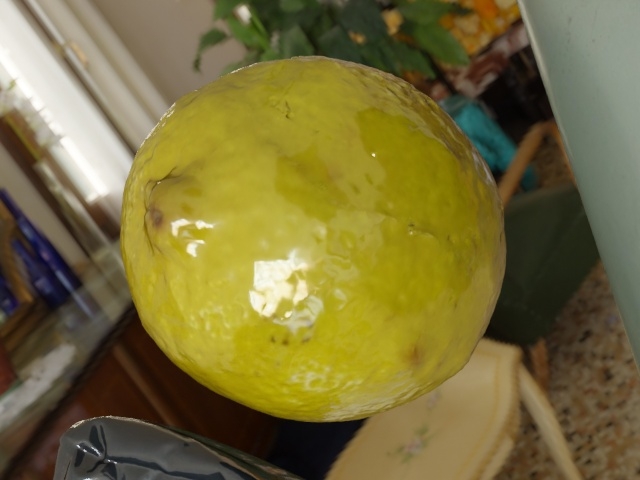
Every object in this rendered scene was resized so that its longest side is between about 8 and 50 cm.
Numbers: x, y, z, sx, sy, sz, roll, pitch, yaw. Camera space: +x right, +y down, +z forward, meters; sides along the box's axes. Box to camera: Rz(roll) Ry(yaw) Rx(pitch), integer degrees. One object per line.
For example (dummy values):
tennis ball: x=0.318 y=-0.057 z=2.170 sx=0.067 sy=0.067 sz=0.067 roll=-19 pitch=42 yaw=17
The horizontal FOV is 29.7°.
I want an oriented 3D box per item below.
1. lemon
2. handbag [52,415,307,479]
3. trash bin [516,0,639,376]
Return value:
lemon: x=-0.001 y=0.000 z=0.826 sx=0.260 sy=0.284 sz=0.261 roll=-20 pitch=50 yaw=26
handbag: x=-0.079 y=0.298 z=0.889 sx=0.275 sy=0.302 sz=0.178 roll=10 pitch=-3 yaw=27
trash bin: x=0.275 y=-0.056 z=0.683 sx=0.280 sy=0.432 sz=0.280 roll=-17 pitch=-14 yaw=-5
